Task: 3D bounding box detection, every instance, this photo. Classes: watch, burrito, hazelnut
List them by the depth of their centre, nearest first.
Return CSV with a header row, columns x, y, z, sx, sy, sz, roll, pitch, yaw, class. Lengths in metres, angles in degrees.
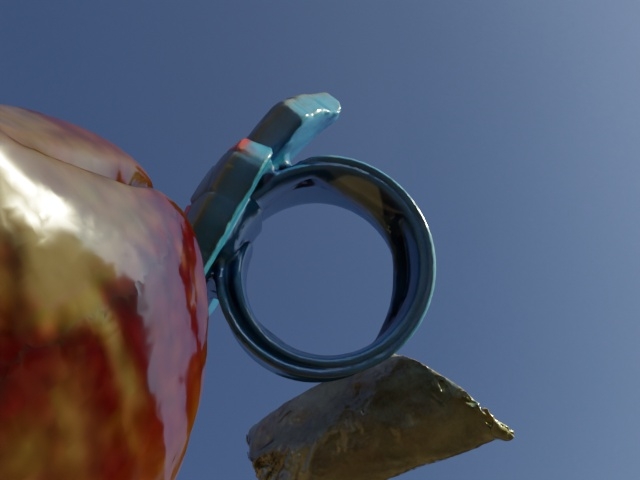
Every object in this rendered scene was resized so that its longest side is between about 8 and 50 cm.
x,y,z,sx,sy,sz,roll,pitch,yaw,class
-0.273,0.104,0.479,0.429,0.402,0.402,-1,-58,-50,hazelnut
0.000,0.000,0.874,0.274,0.241,0.305,31,-102,4,watch
0.054,0.234,0.985,0.347,0.175,0.107,-27,-37,15,burrito
